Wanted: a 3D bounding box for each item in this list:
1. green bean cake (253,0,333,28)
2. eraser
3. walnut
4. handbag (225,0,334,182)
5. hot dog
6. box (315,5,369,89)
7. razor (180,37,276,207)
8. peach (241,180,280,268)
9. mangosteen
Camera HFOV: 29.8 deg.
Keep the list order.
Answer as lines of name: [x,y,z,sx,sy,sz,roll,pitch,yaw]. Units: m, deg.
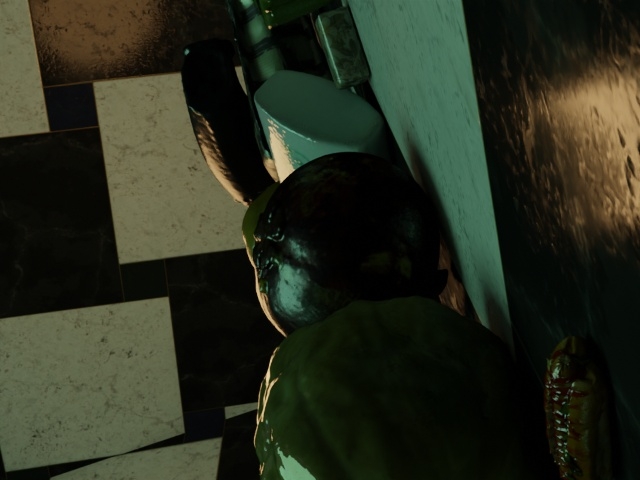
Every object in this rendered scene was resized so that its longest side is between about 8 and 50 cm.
green bean cake: [-0.059,-0.399,1.514,0.200,0.113,0.214,78,174,-53]
eraser: [0.021,-0.091,1.666,0.189,0.104,0.290,33,157,30]
walnut: [0.073,0.194,1.134,0.277,0.253,0.282,-107,-1,-52]
handbag: [-0.047,-0.256,2.011,0.325,0.162,0.327,62,-169,-79]
hot dog: [0.169,0.118,0.800,0.144,0.038,0.062,73,178,-46]
box: [0.028,-0.244,1.529,0.062,0.045,0.098,133,120,-87]
razor: [-0.157,-0.197,2.080,0.327,0.107,0.189,65,-166,-60]
peach: [0.000,0.000,1.882,0.153,0.251,0.251,102,157,-44]
mangosteen: [0.059,0.032,1.366,0.289,0.231,0.231,28,-158,-27]
